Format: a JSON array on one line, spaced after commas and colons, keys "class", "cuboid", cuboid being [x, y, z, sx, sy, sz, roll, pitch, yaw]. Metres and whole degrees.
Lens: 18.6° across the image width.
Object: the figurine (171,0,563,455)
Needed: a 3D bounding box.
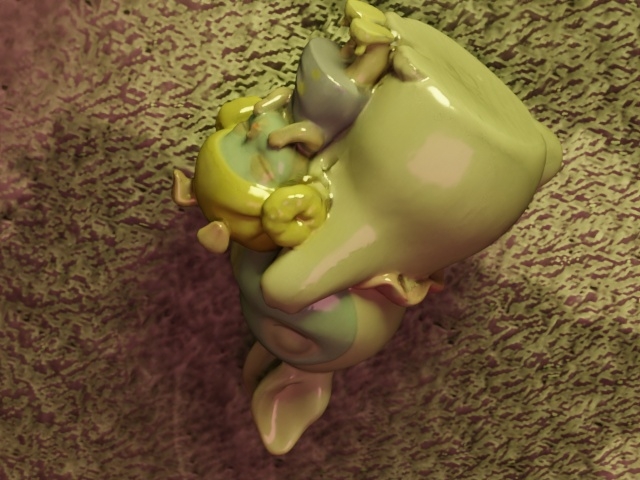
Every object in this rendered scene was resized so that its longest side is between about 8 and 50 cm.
[{"class": "figurine", "cuboid": [0.000, 0.000, 1.027, 0.155, 0.127, 0.235, 23, 116, -42]}]
